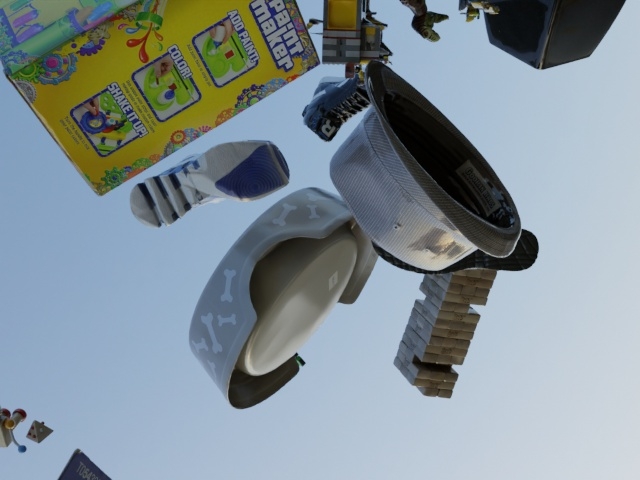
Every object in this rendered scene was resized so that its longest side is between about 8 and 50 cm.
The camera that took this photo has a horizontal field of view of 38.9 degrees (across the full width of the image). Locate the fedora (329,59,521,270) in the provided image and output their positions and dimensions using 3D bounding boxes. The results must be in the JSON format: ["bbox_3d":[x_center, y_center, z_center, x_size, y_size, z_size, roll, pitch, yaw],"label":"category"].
[{"bbox_3d":[0.106,-0.066,1.059,0.275,0.124,0.243,35,-151,-27],"label":"fedora"}]

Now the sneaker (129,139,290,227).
[{"bbox_3d":[-0.216,-0.135,1.821,0.182,0.315,0.127,-67,-42,-69],"label":"sneaker"}]

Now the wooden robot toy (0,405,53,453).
[{"bbox_3d":[-0.472,0.250,1.294,0.076,0.173,0.079,-74,-19,-57],"label":"wooden robot toy"}]

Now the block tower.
[{"bbox_3d":[0.229,0.110,1.603,0.091,0.097,0.335,9,-73,-24],"label":"block tower"}]

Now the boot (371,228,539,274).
[{"bbox_3d":[0.187,0.004,1.335,0.161,0.247,0.083,-125,41,-84],"label":"boot"}]

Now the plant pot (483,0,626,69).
[{"bbox_3d":[0.375,-0.386,1.480,0.187,0.188,0.167,-20,-48,-29],"label":"plant pot"}]

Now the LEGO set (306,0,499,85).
[{"bbox_3d":[0.112,-0.305,1.217,0.331,0.255,0.192,-100,11,-76],"label":"LEGO set"}]

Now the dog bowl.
[{"bbox_3d":[-0.050,0.075,1.313,0.349,0.102,0.349,-46,-20,-22],"label":"dog bowl"}]

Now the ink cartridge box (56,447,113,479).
[{"bbox_3d":[-0.322,0.491,1.206,0.330,0.071,0.324,-61,-28,-26],"label":"ink cartridge box"}]

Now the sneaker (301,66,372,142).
[{"bbox_3d":[0.045,-0.227,1.582,0.079,0.217,0.121,33,-103,-26],"label":"sneaker"}]

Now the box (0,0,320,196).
[{"bbox_3d":[-0.202,-0.251,0.989,0.290,0.279,0.177,54,174,44],"label":"box"}]

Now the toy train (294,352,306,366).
[{"bbox_3d":[-0.063,0.252,2.038,0.017,0.024,0.083,-45,-73,-19],"label":"toy train"}]
